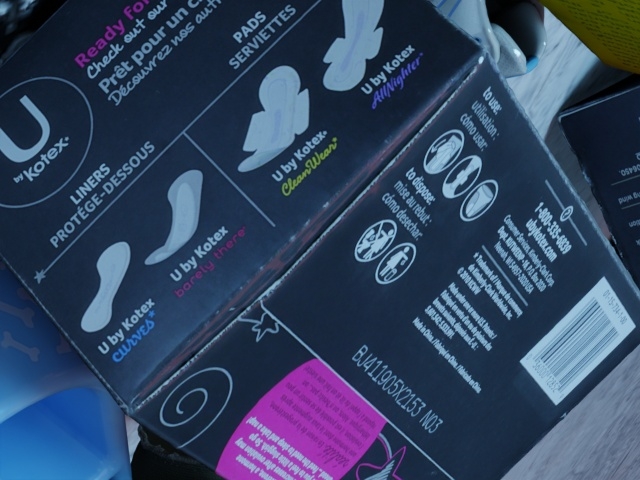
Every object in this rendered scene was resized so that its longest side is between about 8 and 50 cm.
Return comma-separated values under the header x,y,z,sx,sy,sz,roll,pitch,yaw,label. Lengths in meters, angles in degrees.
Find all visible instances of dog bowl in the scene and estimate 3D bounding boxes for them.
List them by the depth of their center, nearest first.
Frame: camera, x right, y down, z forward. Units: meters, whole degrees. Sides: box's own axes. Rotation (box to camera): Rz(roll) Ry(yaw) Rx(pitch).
x,y,z,sx,sy,sz,roll,pitch,yaw,label
-0.152,0.108,0.775,0.166,0.074,0.297,-40,160,-21,dog bowl

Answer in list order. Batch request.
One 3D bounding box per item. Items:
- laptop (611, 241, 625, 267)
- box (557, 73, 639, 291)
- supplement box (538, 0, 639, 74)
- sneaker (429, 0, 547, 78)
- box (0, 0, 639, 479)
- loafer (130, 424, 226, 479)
x,y,z,sx,sy,sz,roll,pitch,yaw,label
0.313,0.060,1.617,0.264,0.136,0.234,-49,161,6,laptop
0.368,-0.012,1.242,0.179,0.312,0.343,-19,-173,44,box
0.176,-0.161,0.644,0.356,0.195,0.194,19,90,-67,supplement box
0.051,-0.085,0.818,0.071,0.083,0.190,-33,158,-42,sneaker
0.000,0.000,0.704,0.163,0.142,0.247,-45,149,0,box
-0.019,0.053,0.939,0.251,0.094,0.087,-47,143,-53,loafer
